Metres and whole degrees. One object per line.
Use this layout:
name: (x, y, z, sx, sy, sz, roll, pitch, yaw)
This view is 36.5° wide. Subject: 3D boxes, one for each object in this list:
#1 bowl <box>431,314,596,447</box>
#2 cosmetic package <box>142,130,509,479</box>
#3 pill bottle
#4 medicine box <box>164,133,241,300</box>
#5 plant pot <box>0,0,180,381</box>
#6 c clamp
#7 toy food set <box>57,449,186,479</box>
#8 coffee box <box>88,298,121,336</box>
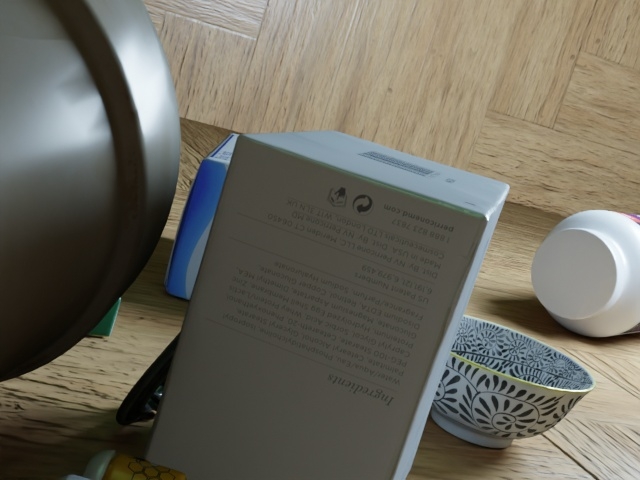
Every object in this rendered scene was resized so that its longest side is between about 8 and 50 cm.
bowl: (0.144, 0.128, 0.840, 0.170, 0.080, 0.170, 16, 11, -3)
cosmetic package: (0.010, 0.058, 0.592, 0.138, 0.225, 0.224, 19, 10, 11)
pill bottle: (0.436, 0.049, 1.431, 0.181, 0.182, 0.323, 25, 13, 35)
medicine box: (0.000, 0.000, 1.074, 0.289, 0.149, 0.263, 16, 11, -3)
plant pot: (-0.260, -0.016, 0.458, 0.323, 0.323, 0.280, 18, 28, 1)
c clamp: (-0.081, 0.068, 0.668, 0.022, 0.161, 0.137, 40, -18, 4)
toy food set: (-0.120, 0.135, 0.301, 0.104, 0.111, 0.232, 18, 13, 0)
coffee box: (-0.265, 0.033, 0.779, 0.184, 0.040, 0.113, 9, 15, -37)
